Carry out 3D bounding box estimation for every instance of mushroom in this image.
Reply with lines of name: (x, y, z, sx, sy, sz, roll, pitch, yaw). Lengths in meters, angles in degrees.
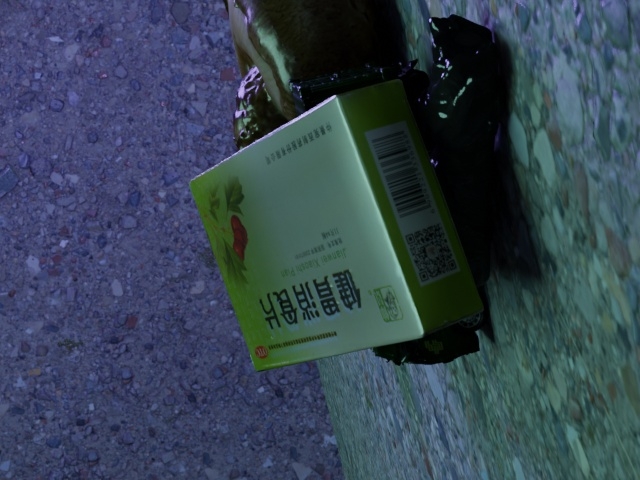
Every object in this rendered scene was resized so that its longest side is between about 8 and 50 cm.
mushroom: (-0.014, -0.182, 1.196, 0.297, 0.163, 0.278, -148, 53, -82)

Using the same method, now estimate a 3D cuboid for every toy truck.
toy truck: (0.061, -0.020, 1.008, 0.088, 0.121, 0.259, -123, 20, -76)

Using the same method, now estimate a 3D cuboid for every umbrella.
umbrella: (0.102, -0.050, 0.855, 0.066, 0.059, 0.235, -84, -9, -47)

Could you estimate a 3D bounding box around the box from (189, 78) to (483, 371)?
box: (0.001, -0.001, 0.915, 0.260, 0.062, 0.175, -20, 89, 58)
